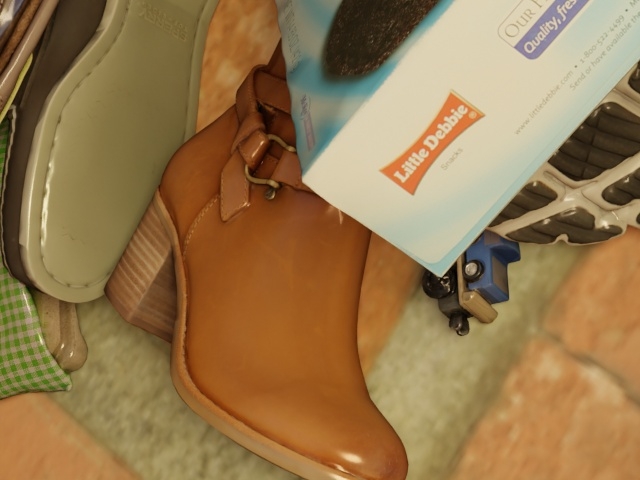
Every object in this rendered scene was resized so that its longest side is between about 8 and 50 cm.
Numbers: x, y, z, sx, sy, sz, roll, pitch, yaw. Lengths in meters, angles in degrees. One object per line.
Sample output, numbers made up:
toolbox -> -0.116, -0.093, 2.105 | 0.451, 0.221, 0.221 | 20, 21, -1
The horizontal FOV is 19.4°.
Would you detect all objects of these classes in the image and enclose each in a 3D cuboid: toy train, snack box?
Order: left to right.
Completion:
toy train -> 0.059, -0.039, 0.731 | 0.036, 0.027, 0.158 | -11, 64, 24
snack box -> 0.061, -0.138, 0.645 | 0.187, 0.060, 0.322 | -49, 20, 17

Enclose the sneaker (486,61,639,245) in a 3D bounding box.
sneaker -> 0.138, -0.119, 0.670 | 0.279, 0.107, 0.118 | -51, 30, 6

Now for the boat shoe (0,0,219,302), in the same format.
boat shoe -> -0.099, -0.077, 0.844 | 0.068, 0.081, 0.228 | -3, 63, 42

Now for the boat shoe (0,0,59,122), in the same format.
boat shoe -> -0.184, -0.073, 0.782 | 0.324, 0.116, 0.096 | -61, 29, -3

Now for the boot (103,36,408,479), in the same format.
boot -> 0.000, 0.000, 0.728 | 0.197, 0.073, 0.152 | 41, 100, 43

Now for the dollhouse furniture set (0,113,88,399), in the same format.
dollhouse furniture set -> -0.236, -0.060, 0.895 | 0.197, 0.151, 0.302 | -23, 59, 30
